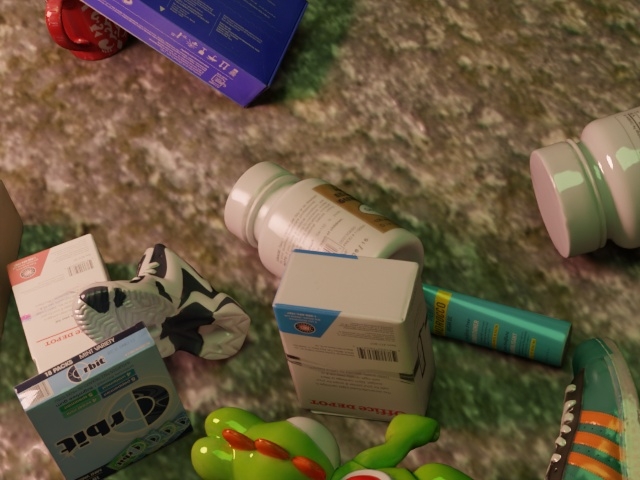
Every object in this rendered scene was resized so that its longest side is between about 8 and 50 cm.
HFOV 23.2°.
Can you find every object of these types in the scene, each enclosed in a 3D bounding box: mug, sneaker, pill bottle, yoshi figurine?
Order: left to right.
[{"bbox_3d":[-0.342,-0.327,2.153,0.113,0.169,0.150,28,64,27],"label":"mug"},{"bbox_3d":[-0.210,0.065,1.834,0.235,0.094,0.153,3,25,-38],"label":"sneaker"},{"bbox_3d":[0.000,0.000,1.867,0.229,0.131,0.131,33,65,30],"label":"pill bottle"},{"bbox_3d":[0.041,0.282,1.642,0.362,0.203,0.203,23,33,16],"label":"yoshi figurine"},{"bbox_3d":[0.281,0.236,1.651,0.121,0.108,0.302,-4,54,2],"label":"sneaker"},{"bbox_3d":[0.402,-0.084,1.835,0.283,0.160,0.160,-17,52,-2],"label":"pill bottle"}]

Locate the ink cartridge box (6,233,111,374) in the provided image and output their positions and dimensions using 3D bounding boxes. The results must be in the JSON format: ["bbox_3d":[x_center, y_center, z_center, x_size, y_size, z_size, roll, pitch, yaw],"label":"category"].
[{"bbox_3d":[-0.299,0.099,1.891,0.115,0.067,0.198,-20,51,-5],"label":"ink cartridge box"}]

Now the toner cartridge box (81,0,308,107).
[{"bbox_3d":[-0.198,-0.341,2.068,0.347,0.075,0.165,33,56,-15],"label":"toner cartridge box"}]

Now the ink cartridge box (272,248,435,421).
[{"bbox_3d":[0.042,0.110,1.733,0.148,0.203,0.086,6,53,15],"label":"ink cartridge box"}]

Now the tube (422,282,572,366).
[{"bbox_3d":[0.186,0.094,1.801,0.207,0.080,0.052,14,40,16],"label":"tube"}]

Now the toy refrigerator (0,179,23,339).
[{"bbox_3d":[-0.447,0.060,1.927,0.094,0.102,0.270,-3,54,8],"label":"toy refrigerator"}]

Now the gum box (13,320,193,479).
[{"bbox_3d":[-0.238,0.189,1.737,0.157,0.184,0.041,-27,53,-10],"label":"gum box"}]
